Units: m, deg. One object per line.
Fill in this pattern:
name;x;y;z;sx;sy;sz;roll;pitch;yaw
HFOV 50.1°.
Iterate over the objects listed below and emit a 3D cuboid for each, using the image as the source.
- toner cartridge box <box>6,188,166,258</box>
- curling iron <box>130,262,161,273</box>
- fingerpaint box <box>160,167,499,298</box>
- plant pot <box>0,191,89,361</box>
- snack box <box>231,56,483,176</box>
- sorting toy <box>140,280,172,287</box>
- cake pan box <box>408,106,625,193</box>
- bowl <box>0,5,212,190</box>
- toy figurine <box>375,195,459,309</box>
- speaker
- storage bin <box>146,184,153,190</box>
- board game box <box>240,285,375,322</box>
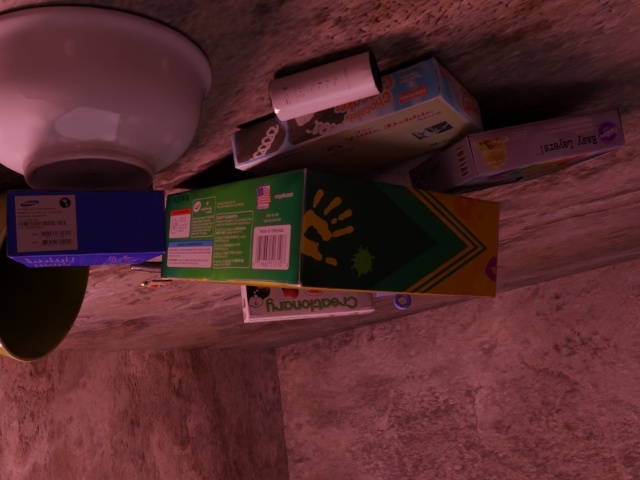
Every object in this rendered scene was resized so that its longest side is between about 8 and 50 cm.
toner cartridge box;-0.304;-0.008;0.891;0.165;0.075;0.348;0;176;-20
curling iron;-0.347;0.078;1.733;0.274;0.035;0.068;4;161;-38
fingerpaint box;0.000;0.000;1.128;0.371;0.163;0.445;6;175;-34
plant pot;-0.580;0.038;1.119;0.294;0.274;0.275;7;167;10
snack box;0.054;-0.156;1.000;0.322;0.060;0.187;-15;166;27
sorting toy;-0.458;0.123;1.892;0.083;0.012;0.062;1;164;-28
cake pan box;0.296;-0.129;1.089;0.246;0.070;0.267;-10;176;-13
bowl;-0.270;-0.132;0.803;0.298;0.134;0.298;-7;166;-2
toy figurine;0.140;0.042;1.483;0.363;0.217;0.191;-6;165;-7
speaker;0.007;-0.192;0.856;0.136;0.055;0.055;-13;164;19
storage bin;-0.341;-0.081;1.052;0.122;0.084;0.180;-9;166;6
board game box;-0.034;0.084;1.601;0.305;0.192;0.053;-3;165;-17
